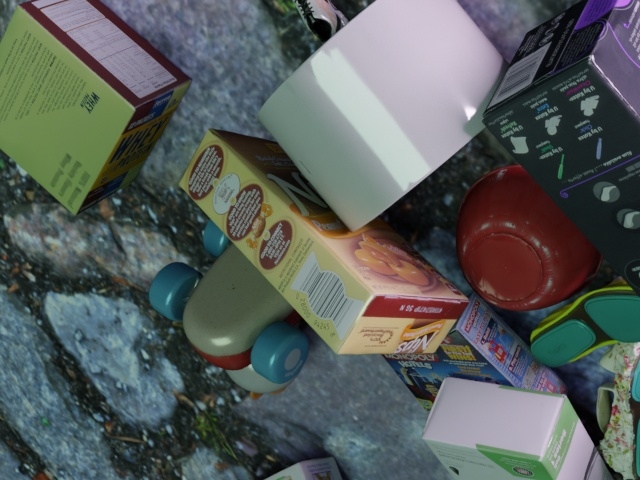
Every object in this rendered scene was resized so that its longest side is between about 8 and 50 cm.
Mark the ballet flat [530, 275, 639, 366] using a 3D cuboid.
[{"bbox_3d":[0.321,0.080,1.256,0.077,0.077,0.231,45,148,-5],"label":"ballet flat"}]

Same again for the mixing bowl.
[{"bbox_3d":[0.229,0.012,1.293,0.181,0.098,0.181,11,117,23],"label":"mixing bowl"}]

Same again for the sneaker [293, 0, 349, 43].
[{"bbox_3d":[-0.009,-0.276,1.315,0.109,0.044,0.040,49,128,2],"label":"sneaker"}]

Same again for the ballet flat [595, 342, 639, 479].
[{"bbox_3d":[0.362,0.173,1.312,0.077,0.091,0.241,24,121,42],"label":"ballet flat"}]

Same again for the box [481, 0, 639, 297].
[{"bbox_3d":[0.315,-0.098,1.104,0.270,0.165,0.143,46,139,-15],"label":"box"}]

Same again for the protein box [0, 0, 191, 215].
[{"bbox_3d":[-0.317,-0.185,1.466,0.201,0.136,0.200,41,125,6],"label":"protein box"}]

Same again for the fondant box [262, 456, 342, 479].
[{"bbox_3d":[-0.035,0.505,1.581,0.238,0.096,0.330,-32,70,31],"label":"fondant box"}]

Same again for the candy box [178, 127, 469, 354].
[{"bbox_3d":[0.000,0.000,1.282,0.316,0.183,0.087,46,113,33],"label":"candy box"}]

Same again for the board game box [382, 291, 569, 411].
[{"bbox_3d":[0.175,0.141,1.361,0.194,0.060,0.194,0,139,40],"label":"board game box"}]

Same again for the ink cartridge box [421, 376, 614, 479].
[{"bbox_3d":[0.243,0.266,1.344,0.160,0.092,0.219,4,144,37],"label":"ink cartridge box"}]

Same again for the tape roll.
[{"bbox_3d":[0.077,-0.151,1.206,0.246,0.246,0.169,-38,92,36],"label":"tape roll"}]

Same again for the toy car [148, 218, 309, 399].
[{"bbox_3d":[-0.068,0.113,1.481,0.219,0.210,0.238,27,153,30],"label":"toy car"}]
